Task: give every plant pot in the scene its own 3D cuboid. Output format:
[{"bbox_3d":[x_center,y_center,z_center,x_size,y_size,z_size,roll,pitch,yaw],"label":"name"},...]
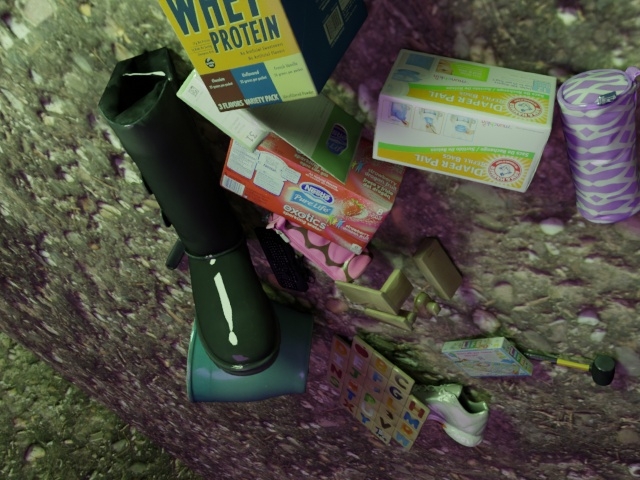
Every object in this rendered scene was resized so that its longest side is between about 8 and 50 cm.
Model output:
[{"bbox_3d":[-0.148,0.248,1.235,0.256,0.271,0.271,6,141,0],"label":"plant pot"}]

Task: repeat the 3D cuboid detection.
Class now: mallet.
[{"bbox_3d":[0.472,0.233,1.043,0.190,0.039,0.062,12,142,22],"label":"mallet"}]

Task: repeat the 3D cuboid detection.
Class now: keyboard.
[{"bbox_3d":[-0.076,0.051,1.126,0.100,0.038,0.192,4,138,25],"label":"keyboard"}]

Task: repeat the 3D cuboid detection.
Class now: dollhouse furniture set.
[{"bbox_3d":[0.144,0.075,0.968,0.123,0.151,0.144,9,144,53],"label":"dollhouse furniture set"}]

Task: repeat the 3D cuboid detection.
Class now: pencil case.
[{"bbox_3d":[0.000,0.000,0.975,0.209,0.098,0.095,39,140,-18],"label":"pencil case"},{"bbox_3d":[0.354,-0.115,0.663,0.088,0.086,0.206,-20,129,13],"label":"pencil case"}]

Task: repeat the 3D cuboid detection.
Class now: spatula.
[{"bbox_3d":[-0.302,-0.005,1.187,0.084,0.030,0.296,28,142,-11],"label":"spatula"}]

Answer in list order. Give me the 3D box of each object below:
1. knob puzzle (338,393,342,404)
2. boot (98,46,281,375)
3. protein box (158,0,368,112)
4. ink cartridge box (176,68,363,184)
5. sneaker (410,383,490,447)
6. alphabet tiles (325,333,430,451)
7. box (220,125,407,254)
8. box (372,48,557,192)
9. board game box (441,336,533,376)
[{"bbox_3d":[0.143,0.428,1.450,0.213,0.030,0.213,16,142,13],"label":"knob puzzle"},{"bbox_3d":[-0.200,-0.035,0.868,0.146,0.367,0.445,-20,137,-10],"label":"boot"},{"bbox_3d":[-0.063,-0.288,0.589,0.136,0.199,0.201,-1,134,29],"label":"protein box"},{"bbox_3d":[-0.056,-0.178,0.736,0.235,0.171,0.056,38,129,-16],"label":"ink cartridge box"},{"bbox_3d":[0.284,0.379,1.286,0.263,0.099,0.121,24,116,14],"label":"sneaker"},{"bbox_3d":[0.129,0.379,1.317,0.285,0.011,0.342,36,144,25],"label":"alphabet tiles"},{"bbox_3d":[-0.011,-0.105,0.836,0.257,0.122,0.128,26,142,-2],"label":"box"},{"bbox_3d":[0.181,-0.155,0.682,0.203,0.114,0.103,15,141,11],"label":"box"},{"bbox_3d":[0.346,0.246,1.112,0.103,0.026,0.154,41,148,-20],"label":"board game box"}]
